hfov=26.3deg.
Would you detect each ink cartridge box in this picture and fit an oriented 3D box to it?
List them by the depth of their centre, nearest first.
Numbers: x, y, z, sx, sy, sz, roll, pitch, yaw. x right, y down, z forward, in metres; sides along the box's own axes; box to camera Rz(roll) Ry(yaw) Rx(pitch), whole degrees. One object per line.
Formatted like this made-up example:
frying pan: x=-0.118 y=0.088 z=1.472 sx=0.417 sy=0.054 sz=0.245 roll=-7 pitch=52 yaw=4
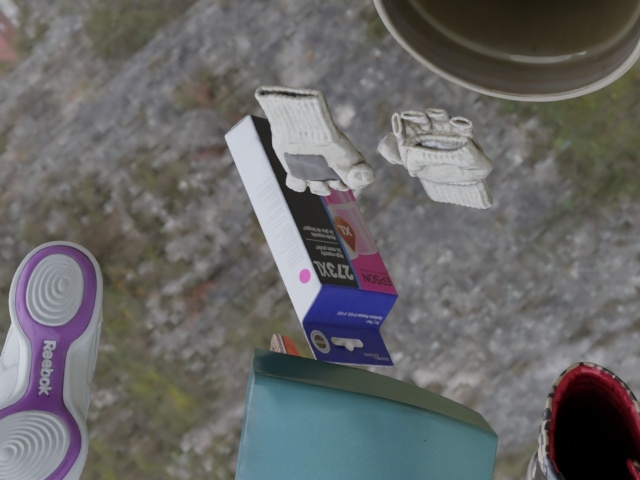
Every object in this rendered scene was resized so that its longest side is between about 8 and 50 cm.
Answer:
ink cartridge box: x=0.000 y=0.000 z=1.912 sx=0.175 sy=0.069 sz=0.371 roll=10 pitch=-128 yaw=-50

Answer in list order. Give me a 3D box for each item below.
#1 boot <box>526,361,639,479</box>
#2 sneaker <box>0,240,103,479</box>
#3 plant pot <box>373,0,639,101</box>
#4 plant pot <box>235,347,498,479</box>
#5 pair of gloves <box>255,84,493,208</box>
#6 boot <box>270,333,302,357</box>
boot: x=0.305 y=0.343 z=1.506 sx=0.284 sy=0.138 sz=0.377 roll=84 pitch=-176 yaw=-57
sneaker: x=-0.268 y=0.161 z=1.347 sx=0.114 sy=0.305 sz=0.152 roll=13 pitch=162 yaw=-1
plant pot: x=0.244 y=-0.372 z=1.593 sx=0.323 sy=0.280 sz=0.323 roll=13 pitch=148 yaw=8
plant pot: x=0.040 y=0.209 z=1.296 sx=0.234 sy=0.166 sz=0.166 roll=8 pitch=-176 yaw=-2
pair of gloves: x=0.060 y=-0.086 z=1.417 sx=0.240 sy=0.042 sz=0.204 roll=10 pitch=160 yaw=12
boot: x=-0.016 y=0.192 z=1.894 sx=0.158 sy=0.084 sz=0.059 roll=63 pitch=153 yaw=29
